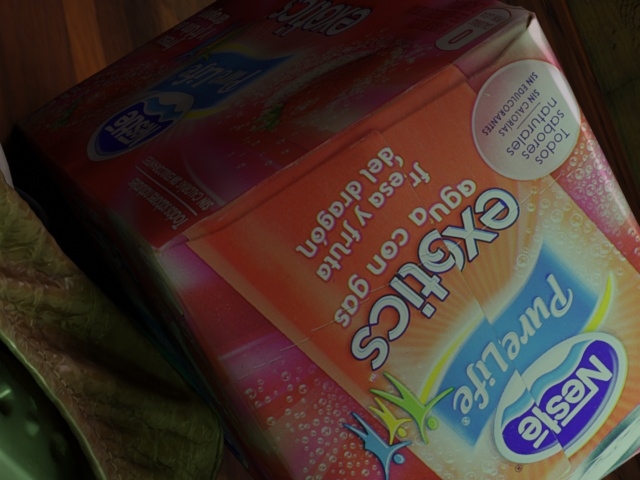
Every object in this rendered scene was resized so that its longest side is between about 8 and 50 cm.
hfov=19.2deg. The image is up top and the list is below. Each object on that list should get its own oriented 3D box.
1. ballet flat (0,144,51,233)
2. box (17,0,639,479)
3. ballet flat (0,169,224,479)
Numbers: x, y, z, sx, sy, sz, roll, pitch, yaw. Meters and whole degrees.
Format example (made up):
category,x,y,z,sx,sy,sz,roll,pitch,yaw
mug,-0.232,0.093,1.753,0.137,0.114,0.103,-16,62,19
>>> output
category,x,y,z,sx,sy,sz,roll,pitch,yaw
ballet flat,-0.156,-0.050,0.614,0.203,0.074,0.074,52,20,-38
box,0.000,0.000,0.718,0.154,0.142,0.300,60,-9,-19
ballet flat,-0.140,0.018,0.538,0.342,0.116,0.124,56,35,-42
